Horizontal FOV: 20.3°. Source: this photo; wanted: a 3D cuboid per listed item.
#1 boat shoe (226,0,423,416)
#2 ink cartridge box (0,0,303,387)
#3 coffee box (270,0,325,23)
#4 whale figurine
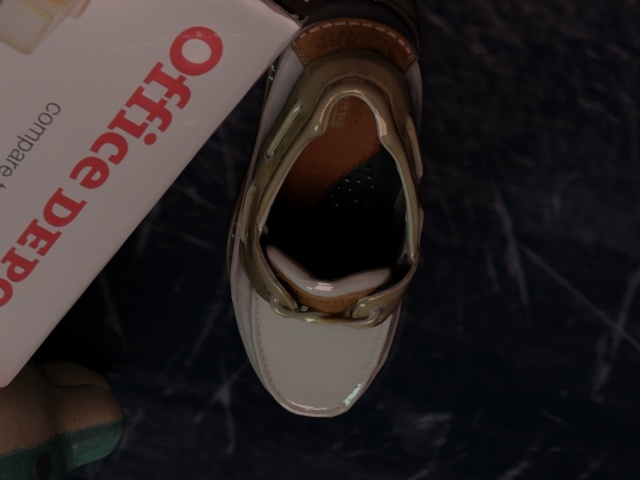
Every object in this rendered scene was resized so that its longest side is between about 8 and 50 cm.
[{"bbox_3d":[0.000,0.000,1.016,0.113,0.103,0.302,2,130,0],"label":"boat shoe"},{"bbox_3d":[-0.234,-0.141,0.859,0.385,0.160,0.279,31,119,-21],"label":"ink cartridge box"},{"bbox_3d":[0.051,-0.257,0.761,0.119,0.168,0.297,36,123,-25],"label":"coffee box"},{"bbox_3d":[-0.210,0.135,1.033,0.216,0.272,0.141,-8,91,14],"label":"whale figurine"}]
